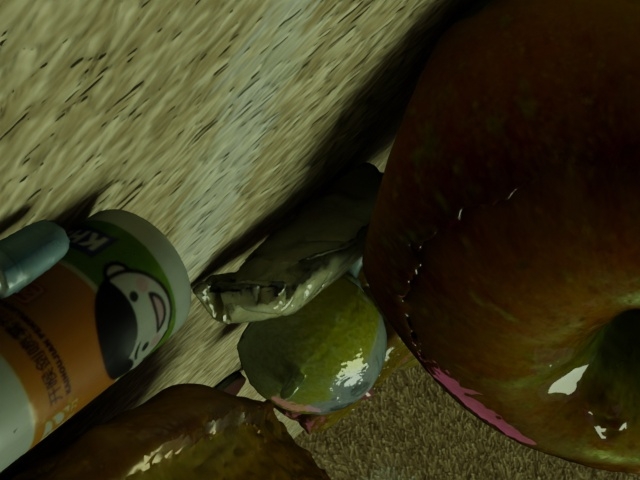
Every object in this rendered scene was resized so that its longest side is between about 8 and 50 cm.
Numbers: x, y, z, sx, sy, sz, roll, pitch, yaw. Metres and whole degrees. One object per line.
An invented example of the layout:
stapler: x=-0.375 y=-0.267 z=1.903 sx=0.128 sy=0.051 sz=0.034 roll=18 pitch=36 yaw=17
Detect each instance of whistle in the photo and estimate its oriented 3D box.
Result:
whistle: x=0.009 y=0.065 z=1.276 sx=0.123 sy=0.123 sz=0.223 roll=-50 pitch=-174 yaw=32

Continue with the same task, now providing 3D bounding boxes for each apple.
apple: x=0.207 y=-0.046 z=1.041 sx=0.374 sy=0.384 sz=0.374 roll=-27 pitch=-141 yaw=24

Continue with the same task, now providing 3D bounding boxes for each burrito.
burrito: x=-0.001 y=0.002 z=1.048 sx=0.063 sy=0.058 sz=0.229 roll=-53 pitch=169 yaw=33

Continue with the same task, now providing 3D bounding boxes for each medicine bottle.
medicine bottle: x=-0.136 y=0.050 z=0.573 sx=0.220 sy=0.061 sz=0.092 roll=-39 pitch=146 yaw=-43

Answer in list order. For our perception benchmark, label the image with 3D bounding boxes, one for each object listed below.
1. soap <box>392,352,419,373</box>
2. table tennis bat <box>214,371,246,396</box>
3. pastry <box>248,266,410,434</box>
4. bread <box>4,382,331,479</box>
soap: x=0.176 y=-0.010 z=1.655 sx=0.259 sy=0.143 sz=0.281 roll=-35 pitch=167 yaw=-36
table tennis bat: x=-0.159 y=0.219 z=1.536 sx=0.246 sy=0.022 sz=0.138 roll=-49 pitch=172 yaw=13
pastry: x=0.023 y=0.099 z=1.535 sx=0.188 sy=0.103 sz=0.189 roll=-43 pitch=171 yaw=-8
bread: x=-0.146 y=0.275 z=1.039 sx=0.398 sy=0.215 sz=0.398 roll=-41 pitch=163 yaw=-15
